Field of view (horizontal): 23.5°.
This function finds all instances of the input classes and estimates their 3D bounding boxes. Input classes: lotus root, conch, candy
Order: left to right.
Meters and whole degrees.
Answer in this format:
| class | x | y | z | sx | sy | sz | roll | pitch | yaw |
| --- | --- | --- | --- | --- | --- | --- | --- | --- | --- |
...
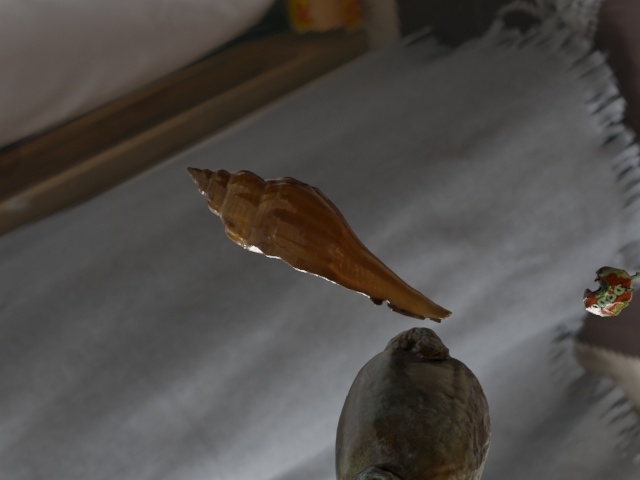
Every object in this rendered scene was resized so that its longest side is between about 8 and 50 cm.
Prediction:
| class | x | y | z | sx | sy | sz | roll | pitch | yaw |
| --- | --- | --- | --- | --- | --- | --- | --- | --- | --- |
| conch | 0.002 | -0.005 | 1.686 | 0.330 | 0.093 | 0.109 | 23 | 179 | 1 |
| lotus root | 0.099 | 0.229 | 1.714 | 0.175 | 0.349 | 0.175 | 5 | 116 | 10 |
| candy | 0.318 | 0.047 | 1.624 | 0.055 | 0.185 | 0.049 | -36 | 80 | 22 |
